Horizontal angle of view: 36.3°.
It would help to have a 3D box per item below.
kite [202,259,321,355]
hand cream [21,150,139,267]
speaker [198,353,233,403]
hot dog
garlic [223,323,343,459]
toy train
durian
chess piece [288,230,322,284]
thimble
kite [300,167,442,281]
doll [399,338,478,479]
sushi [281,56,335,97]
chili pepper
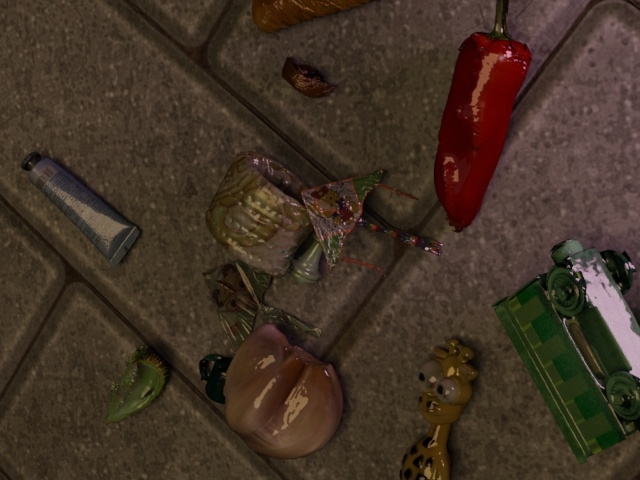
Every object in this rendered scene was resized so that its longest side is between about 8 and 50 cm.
[{"bbox_3d":[-0.108,0.117,1.731,0.250,0.012,0.229,27,113,20],"label":"kite"},{"bbox_3d":[-0.461,-0.067,1.855,0.271,0.058,0.091,40,102,11],"label":"hand cream"},{"bbox_3d":[-0.179,0.245,1.772,0.094,0.060,0.075,49,122,51],"label":"speaker"},{"bbox_3d":[0.012,-0.395,1.555,0.285,0.061,0.088,-17,103,29],"label":"hot dog"},{"bbox_3d":[-0.074,0.285,1.681,0.217,0.110,0.228,31,112,3],"label":"garlic"},{"bbox_3d":[0.384,0.154,1.372,0.301,0.120,0.202,63,147,18],"label":"toy train"},{"bbox_3d":[-0.341,0.258,1.822,0.086,0.100,0.215,35,119,14],"label":"durian"},{"bbox_3d":[0.000,0.000,1.633,0.059,0.059,0.149,36,109,17],"label":"chess piece"},{"bbox_3d":[-0.093,-0.041,1.619,0.190,0.137,0.143,46,114,27],"label":"thimble"},{"bbox_3d":[0.077,-0.022,1.553,0.244,0.006,0.198,24,80,-3],"label":"kite"},{"bbox_3d":[0.188,0.301,1.573,0.117,0.086,0.291,31,113,51],"label":"doll"},{"bbox_3d":[-0.024,-0.266,1.602,0.099,0.050,0.047,35,107,6],"label":"sushi"},{"bbox_3d":[0.237,-0.191,1.455,0.110,0.110,0.388,21,113,22],"label":"chili pepper"}]
